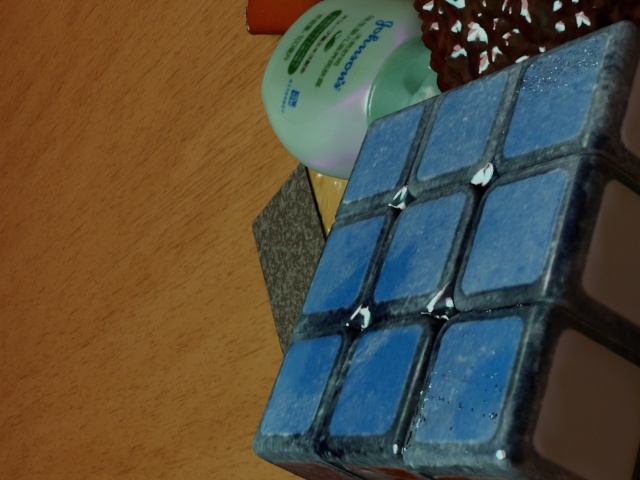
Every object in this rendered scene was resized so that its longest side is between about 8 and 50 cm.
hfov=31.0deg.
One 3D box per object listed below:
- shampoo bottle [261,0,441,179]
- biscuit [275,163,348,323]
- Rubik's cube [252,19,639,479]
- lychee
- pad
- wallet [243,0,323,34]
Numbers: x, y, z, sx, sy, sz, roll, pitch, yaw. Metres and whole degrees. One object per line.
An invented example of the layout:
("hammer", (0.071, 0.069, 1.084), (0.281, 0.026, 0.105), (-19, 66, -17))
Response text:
("shampoo bottle", (0.084, -0.150, 1.207), (0.222, 0.151, 0.349), (-50, 34, -6))
("biscuit", (-0.001, 0.000, 1.466), (0.160, 0.030, 0.249), (29, 112, 56))
("Rubik's cube", (0.182, 0.072, 0.828), (0.305, 0.304, 0.301), (-12, 52, 57))
("lychee", (0.206, -0.194, 0.951), (0.264, 0.300, 0.264), (-34, 21, 15))
("pad", (-0.032, 0.036, 1.478), (0.158, 0.003, 0.235), (-49, 47, 46))
("wallet", (-0.030, -0.343, 1.536), (0.204, 0.045, 0.142), (17, 99, 57))
